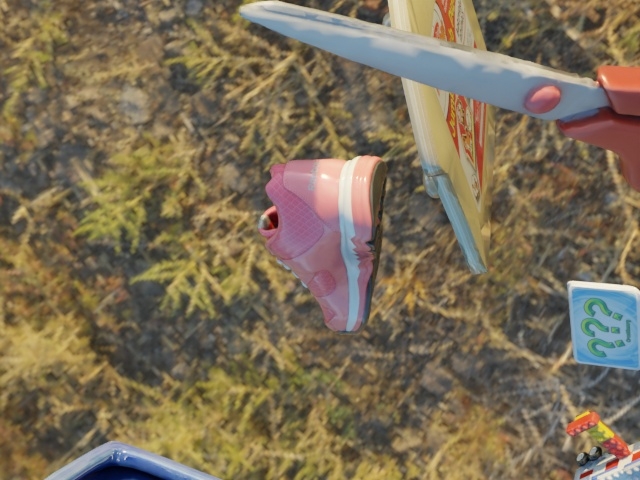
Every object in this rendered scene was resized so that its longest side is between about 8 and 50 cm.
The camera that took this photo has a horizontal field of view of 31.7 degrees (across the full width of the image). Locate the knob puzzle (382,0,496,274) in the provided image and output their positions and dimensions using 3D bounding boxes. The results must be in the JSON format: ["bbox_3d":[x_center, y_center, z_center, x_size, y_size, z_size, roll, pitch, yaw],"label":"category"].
[{"bbox_3d":[0.057,-0.105,0.615,0.030,0.213,0.213,-8,112,20],"label":"knob puzzle"}]

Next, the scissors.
[{"bbox_3d":[0.102,-0.051,0.470,0.109,0.297,0.021,114,149,-52],"label":"scissors"}]

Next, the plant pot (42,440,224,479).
[{"bbox_3d":[-0.143,0.321,0.885,0.235,0.236,0.212,19,105,16],"label":"plant pot"}]

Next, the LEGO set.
[{"bbox_3d":[0.268,0.143,0.809,0.182,0.060,0.244,6,131,23],"label":"LEGO set"}]

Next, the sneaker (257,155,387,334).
[{"bbox_3d":[0.000,-0.001,1.272,0.136,0.116,0.314,9,148,6],"label":"sneaker"}]
